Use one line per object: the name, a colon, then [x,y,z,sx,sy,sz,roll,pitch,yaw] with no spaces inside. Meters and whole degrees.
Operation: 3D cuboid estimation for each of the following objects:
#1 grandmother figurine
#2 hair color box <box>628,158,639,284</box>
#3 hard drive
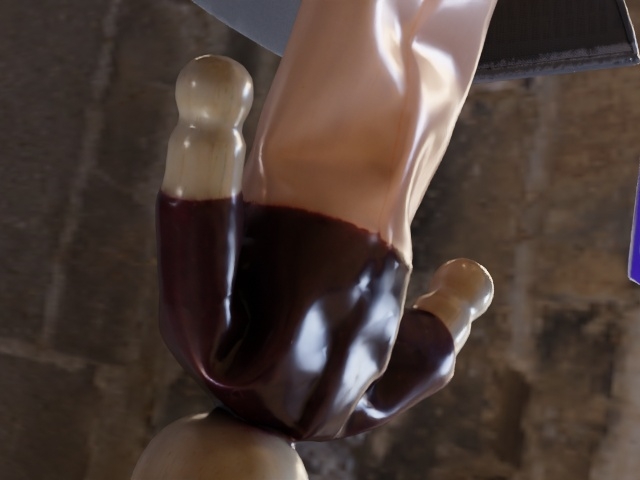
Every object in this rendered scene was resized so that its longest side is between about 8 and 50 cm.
grandmother figurine: [0.000,0.000,0.723,0.208,0.104,0.342,29,74,-38]
hair color box: [0.320,0.021,0.822,0.185,0.339,0.110,-15,123,-30]
hard drive: [0.029,-0.138,0.940,0.172,0.255,0.054,-9,115,-25]
